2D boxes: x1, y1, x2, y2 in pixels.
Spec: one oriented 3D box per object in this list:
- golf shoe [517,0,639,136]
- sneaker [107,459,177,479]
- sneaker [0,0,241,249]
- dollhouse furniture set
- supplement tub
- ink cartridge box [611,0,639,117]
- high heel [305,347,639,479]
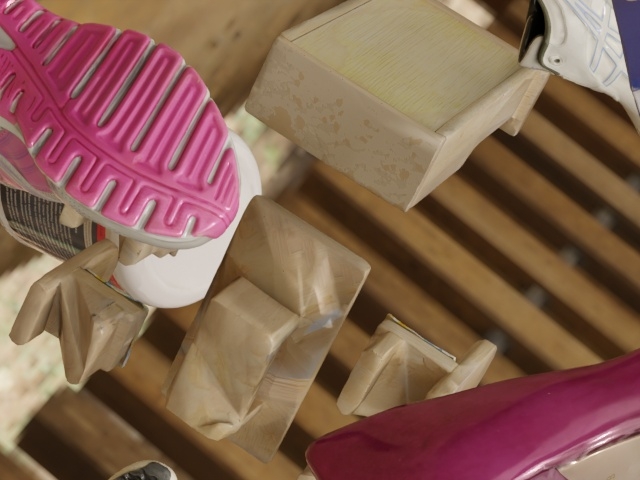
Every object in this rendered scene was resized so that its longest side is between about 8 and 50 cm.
[{"bbox_3d":[0.153,-0.112,1.078,0.086,0.176,0.069,-30,-150,0],"label":"golf shoe"},{"bbox_3d":[-0.152,0.216,1.549,0.161,0.057,0.075,-61,178,42],"label":"sneaker"},{"bbox_3d":[-0.145,-0.072,1.081,0.103,0.252,0.111,-49,160,-16],"label":"sneaker"},{"bbox_3d":[0.000,0.000,1.624,0.256,0.362,0.394,-37,156,-59],"label":"dollhouse furniture set"},{"bbox_3d":[-0.211,-0.059,1.899,0.191,0.272,0.191,-25,126,-40],"label":"supplement tub"},{"bbox_3d":[0.227,-0.098,0.775,0.207,0.046,0.097,-17,-150,13],"label":"ink cartridge box"},{"bbox_3d":[0.168,0.069,1.073,0.377,0.181,0.127,-36,152,-41],"label":"high heel"}]
